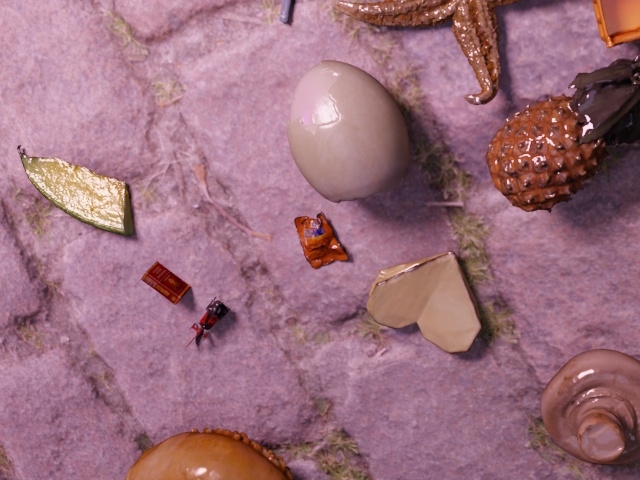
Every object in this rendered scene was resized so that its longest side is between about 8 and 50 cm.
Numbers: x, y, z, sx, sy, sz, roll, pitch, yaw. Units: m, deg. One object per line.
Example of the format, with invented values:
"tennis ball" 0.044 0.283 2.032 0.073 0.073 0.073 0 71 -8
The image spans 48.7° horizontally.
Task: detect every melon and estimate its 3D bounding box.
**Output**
"melon" -0.451 -0.098 1.300 0.262 0.053 0.114 29 107 -1

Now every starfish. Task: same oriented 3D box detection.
"starfish" 0.208 -0.360 1.018 0.375 0.094 0.327 -15 115 27

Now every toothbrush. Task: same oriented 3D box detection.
"toothbrush" -0.037 -0.444 1.082 0.016 0.019 0.219 14 114 1

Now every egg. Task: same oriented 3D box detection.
"egg" 0.039 -0.171 1.090 0.183 0.183 0.217 -13 101 17

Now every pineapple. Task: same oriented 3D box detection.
"pineapple" 0.393 -0.181 0.972 0.165 0.165 0.364 43 134 -7

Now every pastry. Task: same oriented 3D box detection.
"pastry" -0.207 0.556 1.401 0.409 0.245 0.409 6 114 13

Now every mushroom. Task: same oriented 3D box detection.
"mushroom" 0.481 0.284 1.173 0.206 0.209 0.206 -1 94 -8

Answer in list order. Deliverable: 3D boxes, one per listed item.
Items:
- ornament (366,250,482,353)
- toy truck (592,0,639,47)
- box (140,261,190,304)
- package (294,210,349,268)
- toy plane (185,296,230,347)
"ornament" 0.195 0.095 1.232 0.201 0.059 0.180 24 114 -1
"toy truck" 0.502 -0.350 0.936 0.270 0.135 0.114 -15 107 18
"box" -0.291 0.080 1.333 0.082 0.051 0.023 37 116 -4
"package" -0.001 0.001 1.247 0.077 0.033 0.110 -19 111 9
"toy plane" -0.215 0.155 1.345 0.037 0.060 0.145 38 130 -4
